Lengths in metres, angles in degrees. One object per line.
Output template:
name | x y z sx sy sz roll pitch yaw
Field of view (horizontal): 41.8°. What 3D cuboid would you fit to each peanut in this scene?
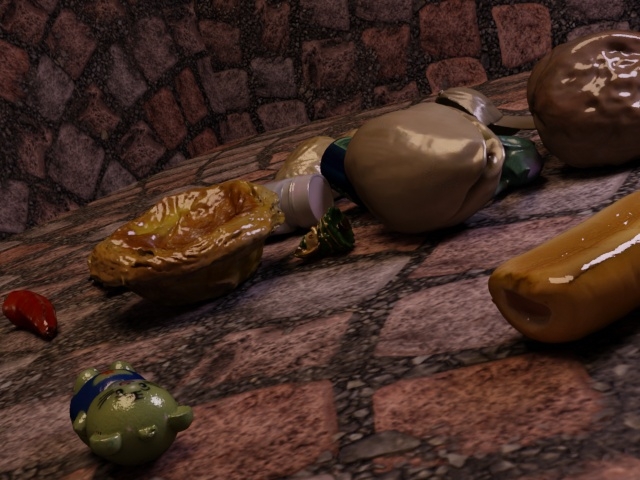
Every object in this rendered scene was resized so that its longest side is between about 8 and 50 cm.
peanut | 0.027 -0.166 1.877 0.313 0.152 0.152 -23 15 -35

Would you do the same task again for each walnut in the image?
walnut | 0.499 -0.249 1.459 0.273 0.227 0.273 -10 12 2

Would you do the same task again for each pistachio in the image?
pistachio | 0.171 -0.120 1.377 0.226 0.207 0.332 -64 28 -3

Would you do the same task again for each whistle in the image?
whistle | -0.214 0.178 0.889 0.105 0.085 0.227 -13 10 -28

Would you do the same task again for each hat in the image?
hat | 0.327 -0.255 1.630 0.173 0.144 0.166 -26 5 -18

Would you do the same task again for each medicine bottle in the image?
medicine bottle | -0.124 -0.058 1.695 0.296 0.111 0.161 -12 14 27

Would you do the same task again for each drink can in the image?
drink can | 0.087 -0.126 1.632 0.118 0.118 0.205 -21 28 -17

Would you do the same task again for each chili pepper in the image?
chili pepper | -0.521 0.130 1.512 0.063 0.071 0.272 23 -8 -37

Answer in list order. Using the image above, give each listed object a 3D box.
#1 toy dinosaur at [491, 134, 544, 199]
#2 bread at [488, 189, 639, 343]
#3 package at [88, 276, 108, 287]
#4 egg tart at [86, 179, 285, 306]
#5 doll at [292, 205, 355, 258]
toy dinosaur | 0.378 -0.156 1.546 0.330 0.129 0.383 -13 12 -26
bread | 0.314 0.020 0.878 0.305 0.091 0.142 -24 8 -29
package | -0.375 0.060 1.683 0.166 0.040 0.232 -18 5 -21
egg tart | -0.216 0.017 1.415 0.352 0.150 0.352 -15 19 5
doll | 0.010 0.006 1.420 0.113 0.076 0.078 -47 8 28
